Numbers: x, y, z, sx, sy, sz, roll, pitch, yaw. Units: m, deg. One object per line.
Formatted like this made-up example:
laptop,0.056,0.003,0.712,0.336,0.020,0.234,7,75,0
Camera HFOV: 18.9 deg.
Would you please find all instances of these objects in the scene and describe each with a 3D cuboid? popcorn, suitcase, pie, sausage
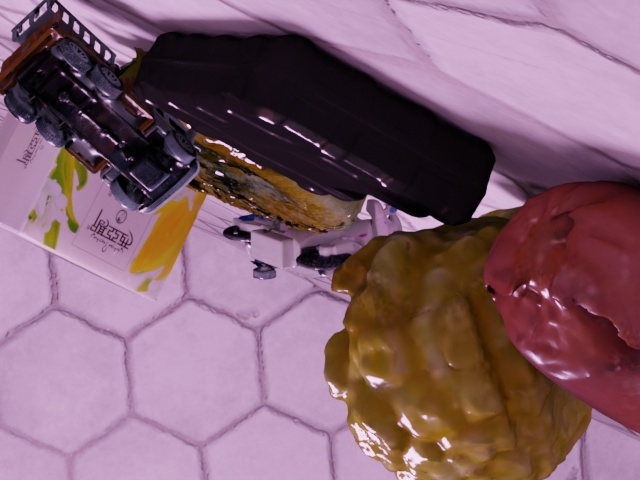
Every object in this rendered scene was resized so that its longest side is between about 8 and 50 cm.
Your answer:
popcorn,0.122,0.092,1.480,0.174,0.225,0.286,1,-174,29
suitcase,-0.012,-0.090,1.478,0.206,0.066,0.285,27,175,-25
pie,-0.095,-0.091,1.838,0.296,0.078,0.371,24,174,-4
sausage,0.225,0.054,1.345,0.152,0.152,0.280,21,172,44

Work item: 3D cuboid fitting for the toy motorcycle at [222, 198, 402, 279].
toy motorcycle,0.000,0.000,1.994,0.150,0.102,0.221,-9,-164,-32

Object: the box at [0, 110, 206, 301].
box,-0.251,-0.067,2.171,0.111,0.194,0.260,22,175,35

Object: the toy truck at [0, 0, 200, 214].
toy truck,-0.183,-0.113,1.610,0.178,0.080,0.115,43,-163,-23
